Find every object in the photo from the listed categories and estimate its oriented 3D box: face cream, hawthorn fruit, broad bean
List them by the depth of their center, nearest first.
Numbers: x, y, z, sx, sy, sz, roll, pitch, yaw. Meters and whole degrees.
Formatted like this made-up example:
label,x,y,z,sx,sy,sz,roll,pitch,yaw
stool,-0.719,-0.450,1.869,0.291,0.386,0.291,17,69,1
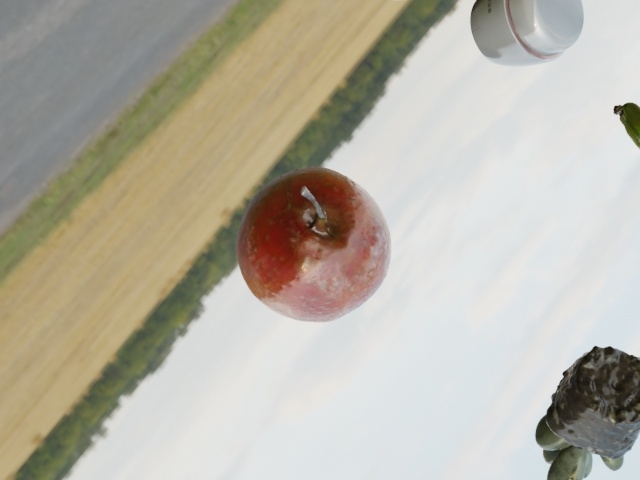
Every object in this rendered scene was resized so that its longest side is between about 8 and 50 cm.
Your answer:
label,x,y,z,sx,sy,sz,roll,pitch,yaw
face cream,0.245,-0.264,1.398,0.104,0.117,0.117,-14,-148,51
broad bean,0.463,-0.076,1.521,0.052,0.256,0.053,-34,177,-27
hawthorn fruit,-0.005,0.016,1.737,0.231,0.235,0.263,-58,-158,16

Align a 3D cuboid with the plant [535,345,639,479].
label,x,y,z,sx,sy,sz,roll,pitch,yaw
plant,0.420,0.284,1.834,0.146,0.149,0.275,-52,165,-39
